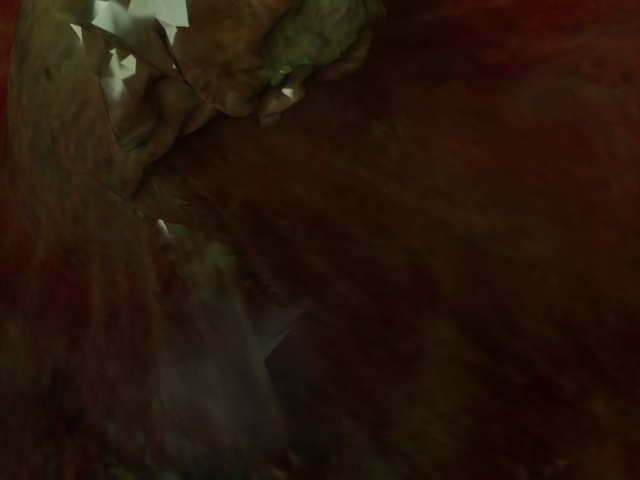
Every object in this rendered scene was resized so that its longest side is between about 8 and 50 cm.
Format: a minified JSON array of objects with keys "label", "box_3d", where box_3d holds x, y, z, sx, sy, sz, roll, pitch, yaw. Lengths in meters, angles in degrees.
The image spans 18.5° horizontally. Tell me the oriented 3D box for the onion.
[{"label":"onion","box_3d":[0.023,0.002,0.634,0.353,0.353,0.354,5,98,42]}]
